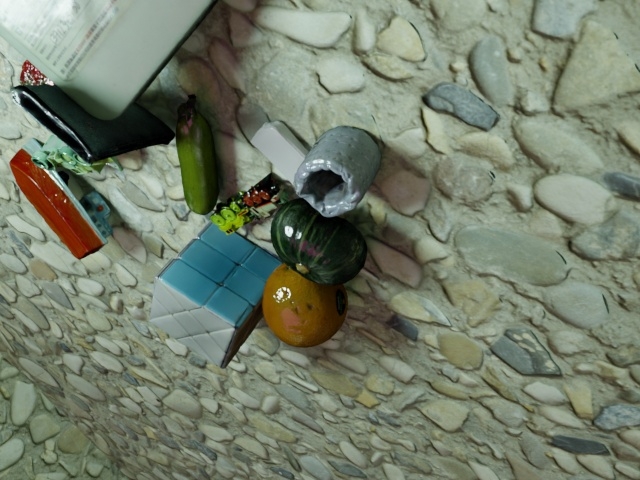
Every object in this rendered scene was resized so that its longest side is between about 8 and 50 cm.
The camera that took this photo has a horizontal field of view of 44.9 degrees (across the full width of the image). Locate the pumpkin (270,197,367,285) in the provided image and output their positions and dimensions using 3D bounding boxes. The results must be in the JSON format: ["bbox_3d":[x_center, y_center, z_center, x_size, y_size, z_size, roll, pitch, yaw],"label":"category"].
[{"bbox_3d":[-0.002,0.001,1.582,0.212,0.152,0.211,20,160,8],"label":"pumpkin"}]

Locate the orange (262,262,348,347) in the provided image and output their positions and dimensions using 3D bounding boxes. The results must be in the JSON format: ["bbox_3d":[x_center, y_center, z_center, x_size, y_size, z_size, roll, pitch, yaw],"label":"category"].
[{"bbox_3d":[-0.036,0.139,1.733,0.206,0.206,0.206,22,143,18],"label":"orange"}]

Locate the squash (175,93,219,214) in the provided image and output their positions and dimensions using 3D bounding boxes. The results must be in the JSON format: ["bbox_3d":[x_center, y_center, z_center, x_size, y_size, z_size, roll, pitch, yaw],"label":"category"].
[{"bbox_3d":[-0.261,-0.178,1.631,0.087,0.087,0.331,22,144,16],"label":"squash"}]

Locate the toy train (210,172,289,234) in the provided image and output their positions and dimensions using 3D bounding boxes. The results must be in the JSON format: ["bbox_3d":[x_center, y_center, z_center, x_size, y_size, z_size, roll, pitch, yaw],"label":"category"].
[{"bbox_3d":[-0.155,-0.076,1.698,0.085,0.053,0.250,40,145,-21],"label":"toy train"}]

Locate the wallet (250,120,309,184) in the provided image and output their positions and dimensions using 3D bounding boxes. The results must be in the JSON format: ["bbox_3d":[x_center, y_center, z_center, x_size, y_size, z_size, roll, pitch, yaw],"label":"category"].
[{"bbox_3d":[-0.054,-0.158,1.536,0.190,0.033,0.095,47,141,-17],"label":"wallet"}]

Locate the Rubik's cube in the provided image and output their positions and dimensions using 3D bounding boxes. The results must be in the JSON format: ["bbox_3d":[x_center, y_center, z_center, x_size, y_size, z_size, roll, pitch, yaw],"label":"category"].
[{"bbox_3d":[-0.247,0.126,1.853,0.231,0.224,0.221,32,143,5],"label":"Rubik's cube"}]

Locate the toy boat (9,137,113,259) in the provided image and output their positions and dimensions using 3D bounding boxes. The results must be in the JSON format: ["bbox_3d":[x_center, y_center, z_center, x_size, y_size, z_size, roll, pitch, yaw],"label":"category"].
[{"bbox_3d":[-0.661,-0.118,2.002,0.332,0.133,0.145,53,147,-7],"label":"toy boat"}]

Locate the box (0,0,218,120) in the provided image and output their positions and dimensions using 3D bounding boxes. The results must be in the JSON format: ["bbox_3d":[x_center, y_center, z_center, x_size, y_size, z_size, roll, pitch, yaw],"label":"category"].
[{"bbox_3d":[-0.396,-0.455,1.309,0.396,0.111,0.396,43,122,-12],"label":"box"}]

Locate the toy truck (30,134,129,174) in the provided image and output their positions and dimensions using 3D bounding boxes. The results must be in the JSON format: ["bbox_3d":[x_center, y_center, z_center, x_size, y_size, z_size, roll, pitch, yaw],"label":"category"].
[{"bbox_3d":[-0.551,-0.204,1.809,0.260,0.128,0.135,1,147,37],"label":"toy truck"}]

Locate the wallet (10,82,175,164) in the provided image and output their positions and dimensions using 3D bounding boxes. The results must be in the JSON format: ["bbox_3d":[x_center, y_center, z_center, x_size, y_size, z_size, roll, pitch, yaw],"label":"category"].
[{"bbox_3d":[-0.424,-0.238,1.504,0.191,0.379,0.046,39,105,0],"label":"wallet"}]

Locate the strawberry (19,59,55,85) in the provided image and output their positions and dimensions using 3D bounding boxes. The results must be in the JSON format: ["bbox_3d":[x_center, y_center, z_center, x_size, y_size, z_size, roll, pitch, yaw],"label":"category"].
[{"bbox_3d":[-0.604,-0.346,1.714,0.145,0.086,0.145,22,145,16],"label":"strawberry"}]

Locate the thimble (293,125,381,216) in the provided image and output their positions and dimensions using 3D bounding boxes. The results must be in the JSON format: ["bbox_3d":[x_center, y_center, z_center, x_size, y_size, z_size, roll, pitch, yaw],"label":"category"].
[{"bbox_3d":[0.030,-0.127,1.433,0.127,0.118,0.151,39,144,-10],"label":"thimble"}]
